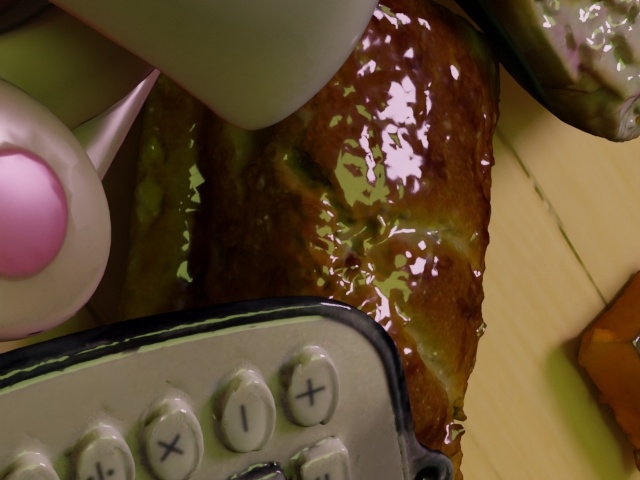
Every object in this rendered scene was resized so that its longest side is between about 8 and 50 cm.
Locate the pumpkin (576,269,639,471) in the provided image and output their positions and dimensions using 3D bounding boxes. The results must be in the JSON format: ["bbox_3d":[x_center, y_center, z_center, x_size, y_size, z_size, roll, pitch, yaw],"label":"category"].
[{"bbox_3d":[0.157,0.054,0.822,0.074,0.054,0.083,-46,112,-38],"label":"pumpkin"}]

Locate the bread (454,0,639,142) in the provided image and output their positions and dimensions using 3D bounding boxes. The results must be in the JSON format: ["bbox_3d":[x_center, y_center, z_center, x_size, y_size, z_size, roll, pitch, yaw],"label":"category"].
[{"bbox_3d":[0.095,-0.139,0.711,0.158,0.156,0.261,-47,130,-6],"label":"bread"}]

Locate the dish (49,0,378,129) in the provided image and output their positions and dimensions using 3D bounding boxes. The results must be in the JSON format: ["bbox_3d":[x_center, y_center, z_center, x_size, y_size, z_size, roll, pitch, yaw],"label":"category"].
[{"bbox_3d":[-0.014,-0.153,0.512,0.151,0.077,0.212,31,67,-33],"label":"dish"}]

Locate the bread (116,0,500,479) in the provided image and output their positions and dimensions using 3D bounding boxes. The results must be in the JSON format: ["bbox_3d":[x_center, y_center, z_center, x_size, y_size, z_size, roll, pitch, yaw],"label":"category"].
[{"bbox_3d":[0.000,0.000,0.649,0.132,0.103,0.172,20,71,-46],"label":"bread"}]

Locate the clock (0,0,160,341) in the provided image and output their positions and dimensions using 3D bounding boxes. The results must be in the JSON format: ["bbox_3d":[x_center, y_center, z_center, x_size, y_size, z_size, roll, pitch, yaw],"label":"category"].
[{"bbox_3d":[-0.147,-0.149,0.520,0.309,0.114,0.284,40,64,-32],"label":"clock"}]

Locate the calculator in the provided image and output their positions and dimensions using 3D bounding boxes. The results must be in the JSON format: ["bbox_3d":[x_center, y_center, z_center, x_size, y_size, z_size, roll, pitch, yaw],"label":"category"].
[{"bbox_3d":[-0.079,0.109,0.543,0.268,0.040,0.177,-16,121,-19],"label":"calculator"}]
